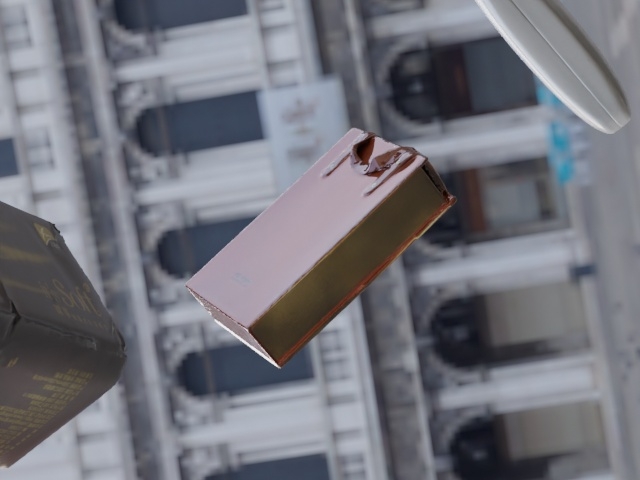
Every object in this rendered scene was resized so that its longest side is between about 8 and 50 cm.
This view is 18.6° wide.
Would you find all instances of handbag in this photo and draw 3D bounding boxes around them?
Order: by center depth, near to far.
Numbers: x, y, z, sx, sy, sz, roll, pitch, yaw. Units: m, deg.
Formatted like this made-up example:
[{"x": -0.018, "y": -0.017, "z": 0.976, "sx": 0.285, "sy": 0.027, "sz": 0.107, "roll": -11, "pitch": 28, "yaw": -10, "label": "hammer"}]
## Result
[{"x": 0.000, "y": 0.000, "z": 1.473, "sx": 0.063, "sy": 0.190, "sz": 0.127, "roll": 52, "pitch": 170, "yaw": -27, "label": "handbag"}]

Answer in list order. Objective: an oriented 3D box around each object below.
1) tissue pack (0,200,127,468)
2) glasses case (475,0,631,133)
[{"x": -0.356, "y": 0.070, "z": 1.716, "sx": 0.198, "sy": 0.210, "sz": 0.370, "roll": 59, "pitch": -169, "yaw": 22, "label": "tissue pack"}, {"x": 0.197, "y": -0.188, "z": 1.738, "sx": 0.233, "sy": 0.059, "sz": 0.092, "roll": 47, "pitch": -166, "yaw": -22, "label": "glasses case"}]
